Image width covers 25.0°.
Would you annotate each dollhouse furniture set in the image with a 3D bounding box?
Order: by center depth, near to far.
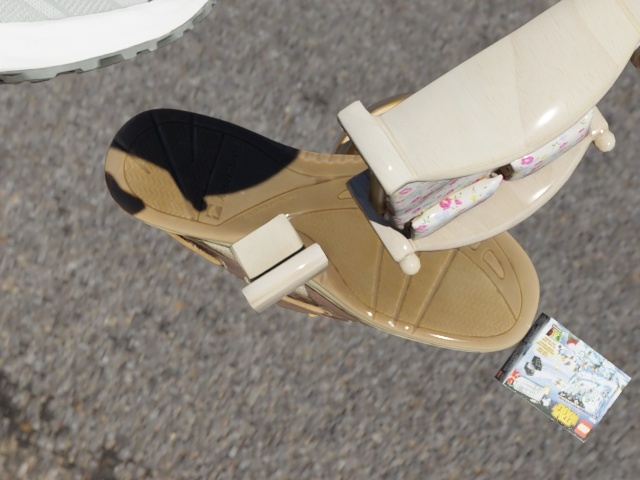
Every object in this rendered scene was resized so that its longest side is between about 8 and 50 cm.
[{"bbox_3d":[0.137,-0.029,0.623,0.355,0.303,0.174,-33,83,-1],"label":"dollhouse furniture set"}]

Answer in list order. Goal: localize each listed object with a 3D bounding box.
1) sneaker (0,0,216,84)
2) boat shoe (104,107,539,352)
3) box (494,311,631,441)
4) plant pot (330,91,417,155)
[{"bbox_3d":[-0.156,-0.115,0.625,0.271,0.100,0.108,-16,99,-40],"label":"sneaker"},{"bbox_3d":[0.000,0.000,1.120,0.342,0.123,0.123,18,76,1],"label":"boat shoe"},{"bbox_3d":[0.277,0.157,1.647,0.137,0.094,0.027,37,0,-23],"label":"box"},{"bbox_3d":[0.105,-0.041,1.489,0.205,0.205,0.188,25,12,-4],"label":"plant pot"}]
